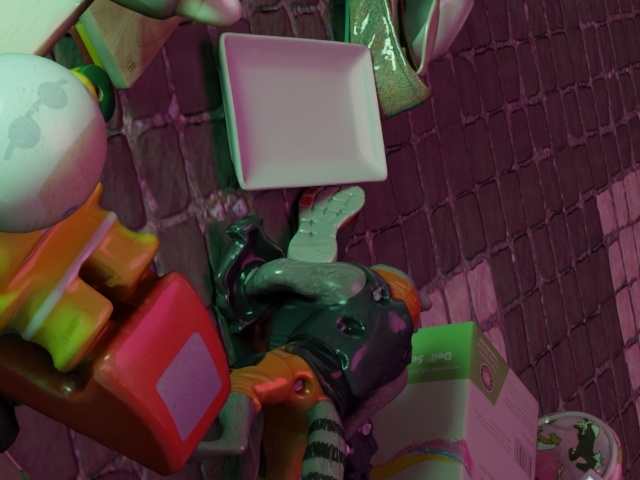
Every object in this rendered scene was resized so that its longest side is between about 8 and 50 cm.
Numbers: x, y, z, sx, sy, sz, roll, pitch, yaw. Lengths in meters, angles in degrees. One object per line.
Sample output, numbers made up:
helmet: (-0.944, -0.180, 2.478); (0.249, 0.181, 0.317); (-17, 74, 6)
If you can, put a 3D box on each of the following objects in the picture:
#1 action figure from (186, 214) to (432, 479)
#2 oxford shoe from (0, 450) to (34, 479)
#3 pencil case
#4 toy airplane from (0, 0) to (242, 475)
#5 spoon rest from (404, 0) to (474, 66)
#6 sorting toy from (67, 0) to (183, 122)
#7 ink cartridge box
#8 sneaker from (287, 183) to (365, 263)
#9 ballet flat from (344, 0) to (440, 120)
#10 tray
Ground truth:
action figure: (0.015, 0.158, 1.371); (0.341, 0.178, 0.330); (61, 43, -31)
oxford shoe: (-0.180, 0.239, 0.988); (0.449, 0.130, 0.169); (61, 36, -18)
pencil case: (0.358, 0.392, 1.981); (0.386, 0.160, 0.167); (61, 42, -36)
toy airplane: (-0.211, -0.056, 0.812); (0.384, 0.272, 0.386); (0, 84, -35)
spoon rest: (0.136, -0.290, 1.816); (0.084, 0.137, 0.276); (31, 32, -2)
sorting toy: (-0.170, -0.211, 1.250); (0.132, 0.046, 0.274); (65, 32, -29)
ink cartridge box: (0.131, 0.289, 1.608); (0.207, 0.119, 0.353); (49, 40, -47)
sneaker: (0.000, 0.000, 1.530); (0.158, 0.061, 0.065); (-61, 162, -49)
ballet flat: (0.075, -0.286, 1.681); (0.107, 0.106, 0.316); (9, 74, -70)
tray: (-0.019, -0.122, 1.516); (0.270, 0.030, 0.145); (-7, 88, -58)
